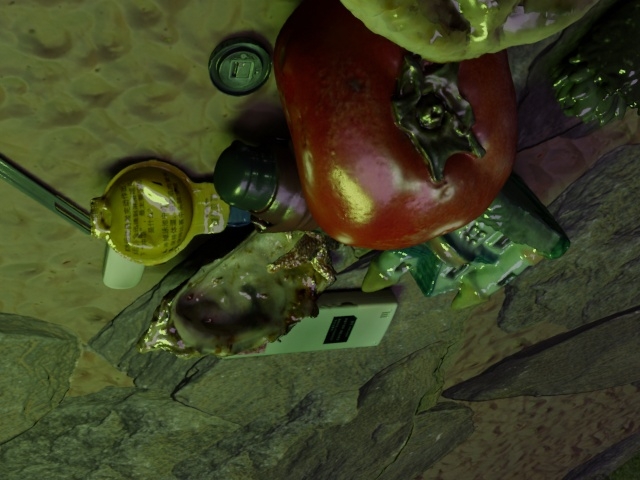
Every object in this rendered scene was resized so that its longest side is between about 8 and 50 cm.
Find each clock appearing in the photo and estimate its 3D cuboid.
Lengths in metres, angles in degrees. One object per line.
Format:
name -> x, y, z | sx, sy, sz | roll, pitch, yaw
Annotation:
clock -> -0.106, -0.227, 0.970 | 0.085, 0.017, 0.085 | -11, 140, -10

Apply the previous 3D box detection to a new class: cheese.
cheese -> -0.212, -0.043, 1.083 | 0.250, 0.064, 0.157 | -7, 107, -29

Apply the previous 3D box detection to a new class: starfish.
starfish -> -0.006, -0.001, 1.208 | 0.209, 0.053, 0.150 | -33, 113, -30

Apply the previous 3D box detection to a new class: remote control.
remote control -> -0.027, 0.159, 1.416 | 0.343, 0.050, 0.145 | -1, 137, -21

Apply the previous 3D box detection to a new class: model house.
model house -> 0.197, 0.014, 1.222 | 0.325, 0.194, 0.267 | -43, 136, 23

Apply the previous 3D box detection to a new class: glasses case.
glasses case -> -0.300, 0.016, 1.147 | 0.063, 0.041, 0.164 | 2, 135, -23

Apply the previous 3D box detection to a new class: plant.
plant -> 0.440, -0.251, 1.079 | 0.132, 0.129, 0.194 | 19, 124, -37

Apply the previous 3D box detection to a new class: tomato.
tomato -> 0.091, -0.159, 0.902 | 0.292, 0.290, 0.325 | -21, 102, -10

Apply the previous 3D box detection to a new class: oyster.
oyster -> -0.131, 0.098, 1.217 | 0.361, 0.096, 0.221 | -39, 119, -19

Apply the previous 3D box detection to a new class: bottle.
bottle -> -0.029, -0.073, 1.083 | 0.271, 0.143, 0.156 | 10, 107, -34

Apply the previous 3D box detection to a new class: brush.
brush -> -0.401, -0.070, 1.021 | 0.062, 0.027, 0.266 | -32, 139, 14

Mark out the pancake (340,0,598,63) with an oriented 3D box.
pancake -> 0.150, -0.320, 0.592 | 0.386, 0.082, 0.387 | -12, 129, -15
